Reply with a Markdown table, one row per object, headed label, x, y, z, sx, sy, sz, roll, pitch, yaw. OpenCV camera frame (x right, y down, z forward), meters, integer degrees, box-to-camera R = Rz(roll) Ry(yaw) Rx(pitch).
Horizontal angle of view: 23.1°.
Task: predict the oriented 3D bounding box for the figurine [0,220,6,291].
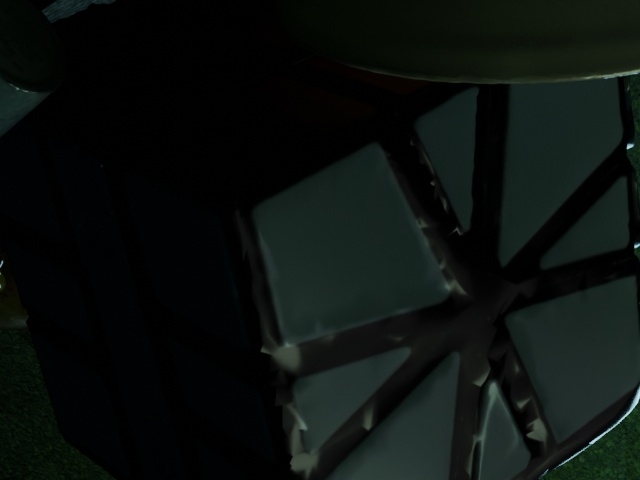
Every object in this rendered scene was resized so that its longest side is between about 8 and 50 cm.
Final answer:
| label | x | y | z | sx | sy | sz | roll | pitch | yaw |
| --- | --- | --- | --- | --- | --- | --- | --- | --- | --- |
| figurine | -0.246 | 0.021 | 1.007 | 0.315 | 0.168 | 0.187 | -36 | -177 | -11 |

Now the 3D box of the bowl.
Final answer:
| label | x | y | z | sx | sy | sz | roll | pitch | yaw |
| --- | --- | --- | --- | --- | --- | --- | --- | --- | --- |
| bowl | 0.106 | -0.190 | 0.789 | 0.277 | 0.145 | 0.277 | -6 | -156 | 2 |

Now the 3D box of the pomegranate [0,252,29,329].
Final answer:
| label | x | y | z | sx | sy | sz | roll | pitch | yaw |
| --- | --- | --- | --- | --- | --- | --- | --- | --- | --- |
| pomegranate | -0.253 | -0.017 | 1.240 | 0.210 | 0.180 | 0.180 | 12 | 147 | -43 |

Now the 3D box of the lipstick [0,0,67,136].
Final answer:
| label | x | y | z | sx | sy | sz | roll | pitch | yaw |
| --- | --- | --- | --- | --- | --- | --- | --- | --- | --- |
| lipstick | -0.234 | -0.031 | 0.784 | 0.274 | 0.061 | 0.068 | -33 | 179 | 33 |

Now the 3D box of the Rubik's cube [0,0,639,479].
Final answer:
| label | x | y | z | sx | sy | sz | roll | pitch | yaw |
| --- | --- | --- | --- | --- | --- | --- | --- | --- | --- |
| Rubik's cube | 0.000 | 0.000 | 0.916 | 0.293 | 0.288 | 0.283 | -30 | -146 | -27 |
